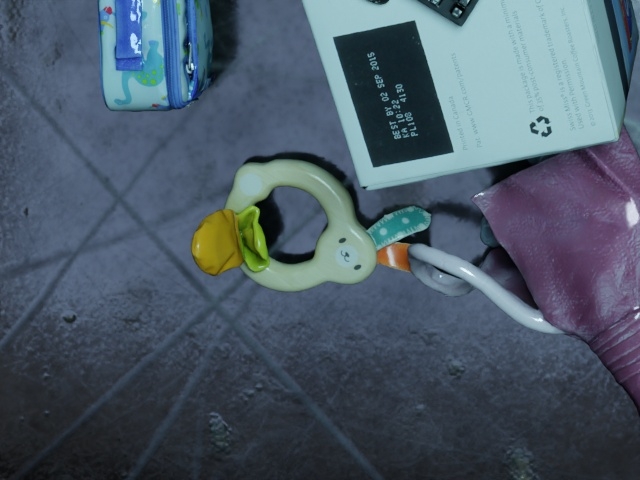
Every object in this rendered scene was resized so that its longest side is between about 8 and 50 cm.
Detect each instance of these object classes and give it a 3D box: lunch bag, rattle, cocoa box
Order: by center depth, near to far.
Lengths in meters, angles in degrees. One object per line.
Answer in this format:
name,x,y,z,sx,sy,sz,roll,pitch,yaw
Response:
cocoa box,0.111,-0.257,1.646,0.231,0.228,0.347,-10,114,19
lunch bag,-0.149,-0.223,1.754,0.090,0.176,0.219,-2,100,6
rattle,0.000,0.000,1.806,0.200,0.143,0.130,21,88,7

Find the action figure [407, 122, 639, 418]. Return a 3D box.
action figure,0.270,0.076,1.701,0.276,0.248,0.370,-32,76,2

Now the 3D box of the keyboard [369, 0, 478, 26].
keyboard,0.042,-0.227,1.533,0.180,0.023,0.108,31,120,-2
